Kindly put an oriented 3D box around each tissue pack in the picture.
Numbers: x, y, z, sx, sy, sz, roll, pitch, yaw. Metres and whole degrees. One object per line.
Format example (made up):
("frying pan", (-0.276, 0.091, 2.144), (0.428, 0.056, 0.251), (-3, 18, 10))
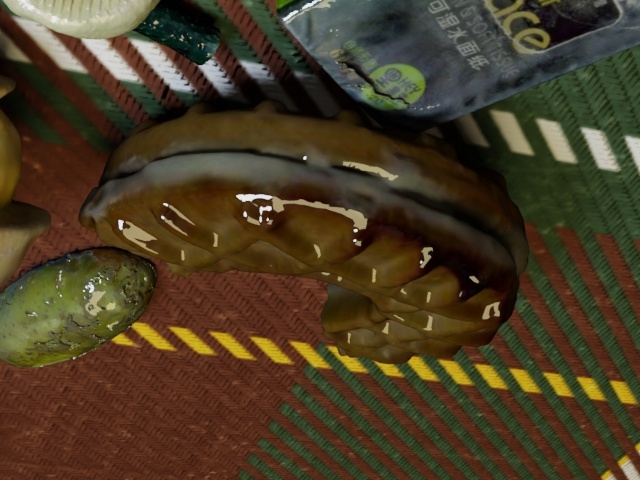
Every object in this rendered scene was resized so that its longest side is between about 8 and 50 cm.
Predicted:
("tissue pack", (0.112, -0.168, 0.801), (0.236, 0.073, 0.173), (-21, 143, 22))

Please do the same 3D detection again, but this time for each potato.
("potato", (-0.237, 0.074, 1.098), (0.198, 0.054, 0.119), (-20, 143, 19))

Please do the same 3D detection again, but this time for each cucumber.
("cucumber", (-0.131, -0.162, 0.815), (0.133, 0.032, 0.032), (25, 134, -32))

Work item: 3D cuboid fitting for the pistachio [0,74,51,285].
("pistachio", (-0.353, -0.034, 0.825), (0.309, 0.229, 0.230), (-12, 143, 2))

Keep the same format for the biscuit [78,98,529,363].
("biscuit", (0.018, 0.000, 0.935), (0.366, 0.115, 0.268), (24, 156, -36))

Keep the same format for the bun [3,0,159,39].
("bun", (-0.151, -0.180, 0.744), (0.115, 0.115, 0.069), (3, -175, -10))
